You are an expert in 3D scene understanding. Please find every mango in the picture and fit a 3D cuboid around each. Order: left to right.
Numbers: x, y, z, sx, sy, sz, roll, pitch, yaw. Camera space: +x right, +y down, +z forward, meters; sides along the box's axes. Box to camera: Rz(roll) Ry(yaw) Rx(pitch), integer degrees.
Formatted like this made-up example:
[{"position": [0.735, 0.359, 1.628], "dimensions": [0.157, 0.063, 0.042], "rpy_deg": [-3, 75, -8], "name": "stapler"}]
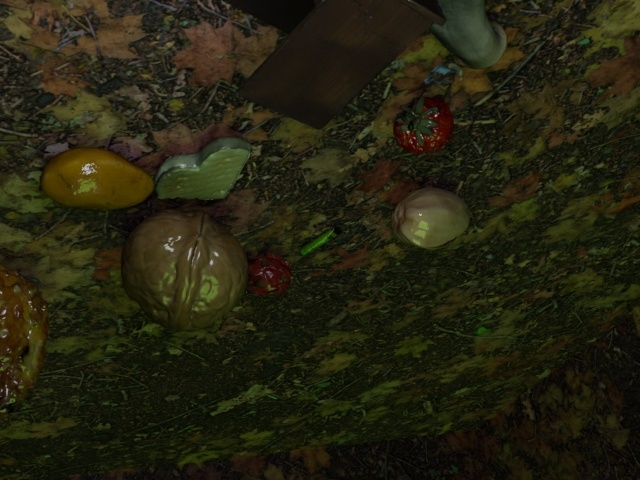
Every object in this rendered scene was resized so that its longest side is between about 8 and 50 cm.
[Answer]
[{"position": [-0.437, -0.118, 1.648], "dimensions": [0.227, 0.109, 0.147], "rpy_deg": [3, 141, -32], "name": "mango"}]

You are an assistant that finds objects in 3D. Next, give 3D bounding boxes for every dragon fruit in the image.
[{"position": [-0.142, 0.088, 2.142], "dimensions": [0.142, 0.130, 0.121], "rpy_deg": [-24, -178, 12], "name": "dragon fruit"}]

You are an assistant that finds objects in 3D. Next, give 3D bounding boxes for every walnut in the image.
[{"position": [-0.303, 0.064, 1.865], "dimensions": [0.252, 0.277, 0.313], "rpy_deg": [-44, 172, -32], "name": "walnut"}]

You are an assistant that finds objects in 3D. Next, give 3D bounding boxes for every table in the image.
[{"position": [-0.001, -0.369, 1.300], "dimensions": [0.196, 0.250, 0.282], "rpy_deg": [14, 138, -42], "name": "table"}]

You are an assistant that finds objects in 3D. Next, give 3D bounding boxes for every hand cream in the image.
[{"position": [0.000, 0.000, 2.144], "dimensions": [0.122, 0.023, 0.036], "rpy_deg": [-33, 143, 20], "name": "hand cream"}]

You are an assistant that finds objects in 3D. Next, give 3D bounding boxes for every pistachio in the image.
[{"position": [0.277, -0.053, 2.061], "dimensions": [0.229, 0.157, 0.157], "rpy_deg": [-6, 151, -41], "name": "pistachio"}]

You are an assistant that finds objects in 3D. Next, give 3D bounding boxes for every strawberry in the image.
[{"position": [0.222, -0.233, 1.761], "dimensions": [0.131, 0.131, 0.148], "rpy_deg": [-22, 142, 10], "name": "strawberry"}]

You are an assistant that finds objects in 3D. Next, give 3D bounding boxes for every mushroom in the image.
[{"position": [0.248, -0.398, 1.476], "dimensions": [0.122, 0.159, 0.329], "rpy_deg": [-59, 145, 3], "name": "mushroom"}]

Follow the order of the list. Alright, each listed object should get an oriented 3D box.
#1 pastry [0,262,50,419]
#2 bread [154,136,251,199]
[{"position": [-0.803, 0.249, 1.868], "dimensions": [0.405, 0.337, 0.292], "rpy_deg": [-14, 158, -2], "name": "pastry"}, {"position": [-0.233, -0.147, 1.742], "dimensions": [0.232, 0.064, 0.172], "rpy_deg": [-23, 150, 15], "name": "bread"}]
